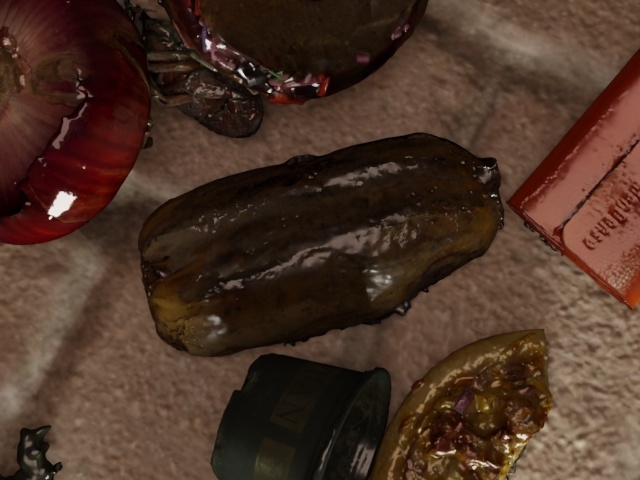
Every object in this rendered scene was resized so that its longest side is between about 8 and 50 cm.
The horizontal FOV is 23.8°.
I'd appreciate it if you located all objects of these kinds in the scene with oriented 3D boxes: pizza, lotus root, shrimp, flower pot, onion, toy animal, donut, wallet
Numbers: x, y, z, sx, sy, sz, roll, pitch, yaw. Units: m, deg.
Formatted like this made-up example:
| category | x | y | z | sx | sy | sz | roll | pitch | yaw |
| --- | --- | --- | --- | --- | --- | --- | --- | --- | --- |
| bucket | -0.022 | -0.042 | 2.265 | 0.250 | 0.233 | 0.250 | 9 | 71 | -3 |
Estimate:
| category | x | y | z | sx | sy | sz | roll | pitch | yaw |
| --- | --- | --- | --- | --- | --- | --- | --- | --- | --- |
| pizza | 0.115 | 0.175 | 1.284 | 0.127 | 0.058 | 0.246 | 45 | 92 | 6 |
| lotus root | 0.001 | 0.000 | 1.300 | 0.329 | 0.078 | 0.167 | -19 | 85 | 3 |
| shrimp | -0.123 | -0.162 | 1.328 | 0.190 | 0.075 | 0.073 | 49 | 122 | 13 |
| flower pot | -0.019 | 0.163 | 1.255 | 0.107 | 0.157 | 0.157 | 19 | 86 | 16 |
| onion | -0.239 | -0.113 | 1.282 | 0.248 | 0.161 | 0.248 | -8 | 67 | 21 |
| toy animal | -0.269 | 0.218 | 1.316 | 0.065 | 0.047 | 0.135 | 32 | 86 | 1 |
| donut | -0.026 | -0.246 | 1.267 | 0.270 | 0.103 | 0.269 | -2 | 94 | -25 |
| wallet | 0.277 | -0.062 | 1.300 | 0.142 | 0.045 | 0.204 | 41 | 89 | 6 |
